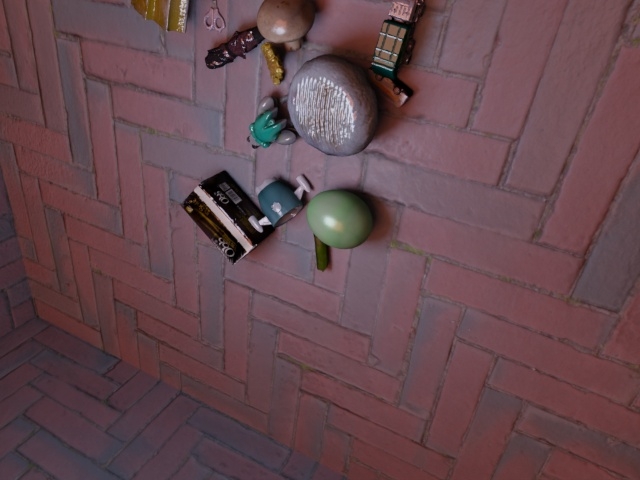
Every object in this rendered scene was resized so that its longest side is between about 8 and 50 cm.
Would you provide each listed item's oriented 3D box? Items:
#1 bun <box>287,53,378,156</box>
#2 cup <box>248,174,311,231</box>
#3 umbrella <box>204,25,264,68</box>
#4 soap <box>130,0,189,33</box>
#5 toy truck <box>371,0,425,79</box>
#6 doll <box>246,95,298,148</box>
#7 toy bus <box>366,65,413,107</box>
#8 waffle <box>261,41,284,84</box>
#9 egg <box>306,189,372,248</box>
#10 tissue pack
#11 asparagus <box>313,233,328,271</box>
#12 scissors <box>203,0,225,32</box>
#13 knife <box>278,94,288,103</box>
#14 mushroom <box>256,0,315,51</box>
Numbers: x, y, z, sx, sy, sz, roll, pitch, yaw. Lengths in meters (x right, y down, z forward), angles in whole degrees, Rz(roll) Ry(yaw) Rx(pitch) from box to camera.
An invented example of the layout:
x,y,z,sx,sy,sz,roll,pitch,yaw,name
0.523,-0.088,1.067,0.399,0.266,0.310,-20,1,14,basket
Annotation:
x,y,z,sx,sy,sz,roll,pitch,yaw,name
0.056,-0.461,1.664,0.361,0.211,0.362,27,131,35,bun
-0.180,-0.167,2.000,0.299,0.167,0.173,-39,82,11,cup
-0.314,-0.734,1.818,0.325,0.094,0.090,-13,135,34,umbrella
-0.586,-0.957,1.789,0.259,0.143,0.281,44,135,21,soap
0.241,-0.646,1.531,0.114,0.124,0.254,24,121,13,toy truck
-0.207,-0.458,1.885,0.258,0.153,0.195,12,140,42,doll
0.230,-0.525,1.646,0.172,0.057,0.072,40,131,7,toy bus
-0.166,-0.640,1.744,0.051,0.194,0.149,-25,109,-4,waffle
0.072,-0.084,1.859,0.269,0.220,0.221,31,126,25,egg
-0.405,-0.107,2.122,0.370,0.210,0.198,50,131,-1,tissue pack
0.002,0.000,2.040,0.059,0.067,0.278,-5,119,1,asparagus
-0.404,-0.896,1.835,0.100,0.015,0.189,18,120,18,scissors
-0.070,-0.553,1.824,0.210,0.015,0.028,-7,104,31,knife
-0.112,-0.744,1.656,0.204,0.204,0.205,13,120,23,mushroom
